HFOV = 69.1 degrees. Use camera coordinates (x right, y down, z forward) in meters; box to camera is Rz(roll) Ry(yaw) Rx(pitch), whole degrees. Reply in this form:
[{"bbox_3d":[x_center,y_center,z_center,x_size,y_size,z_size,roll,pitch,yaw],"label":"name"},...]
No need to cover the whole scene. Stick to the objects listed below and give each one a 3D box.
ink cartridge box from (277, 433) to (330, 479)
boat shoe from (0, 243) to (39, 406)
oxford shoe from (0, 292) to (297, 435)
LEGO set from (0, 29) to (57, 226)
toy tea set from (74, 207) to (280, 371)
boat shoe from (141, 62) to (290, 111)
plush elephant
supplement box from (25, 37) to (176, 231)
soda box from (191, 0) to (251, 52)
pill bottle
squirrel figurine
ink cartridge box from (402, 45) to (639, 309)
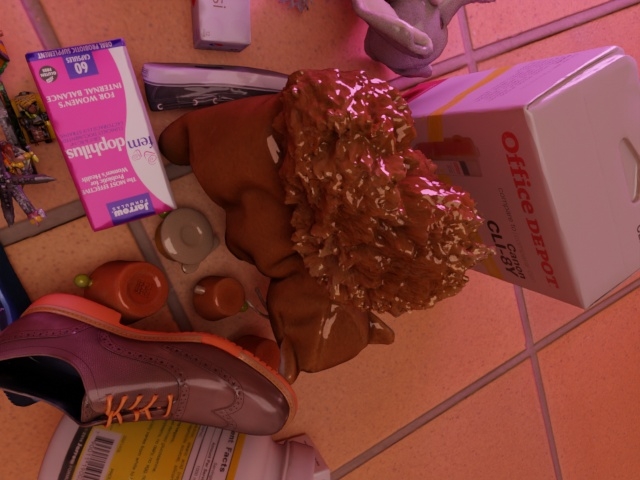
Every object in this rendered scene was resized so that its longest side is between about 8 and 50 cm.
[{"bbox_3d":[-0.126,0.488,0.802,0.279,0.117,0.201,-8,103,-21],"label":"ink cartridge box"},{"bbox_3d":[-0.441,0.102,0.616,0.089,0.109,0.258,-20,91,-11],"label":"boat shoe"},{"bbox_3d":[-0.210,0.181,0.556,0.364,0.132,0.129,15,114,0],"label":"oxford shoe"},{"bbox_3d":[-0.476,-0.120,0.491,0.332,0.192,0.254,-11,104,-21],"label":"LEGO set"},{"bbox_3d":[-0.206,0.123,0.721,0.200,0.124,0.335,-45,114,-41],"label":"toy tea set"},{"bbox_3d":[-0.140,-0.214,0.684,0.229,0.080,0.076,-6,120,-25],"label":"boat shoe"},{"bbox_3d":[0.127,-0.371,0.666,0.330,0.272,0.255,-36,100,18],"label":"plush elephant"},{"bbox_3d":[-0.282,-0.136,0.617,0.111,0.114,0.219,-20,109,-19],"label":"supplement box"},{"bbox_3d":[-0.142,-0.383,0.649,0.074,0.069,0.215,-5,103,-23],"label":"soda box"},{"bbox_3d":[-0.186,0.324,0.653,0.334,0.188,0.187,16,94,-3],"label":"pill bottle"},{"bbox_3d":[0.000,0.000,0.599,0.281,0.397,0.369,-11,94,-32],"label":"squirrel figurine"},{"bbox_3d":[0.253,-0.098,0.698,0.161,0.385,0.279,-33,111,-14],"label":"ink cartridge box"}]
